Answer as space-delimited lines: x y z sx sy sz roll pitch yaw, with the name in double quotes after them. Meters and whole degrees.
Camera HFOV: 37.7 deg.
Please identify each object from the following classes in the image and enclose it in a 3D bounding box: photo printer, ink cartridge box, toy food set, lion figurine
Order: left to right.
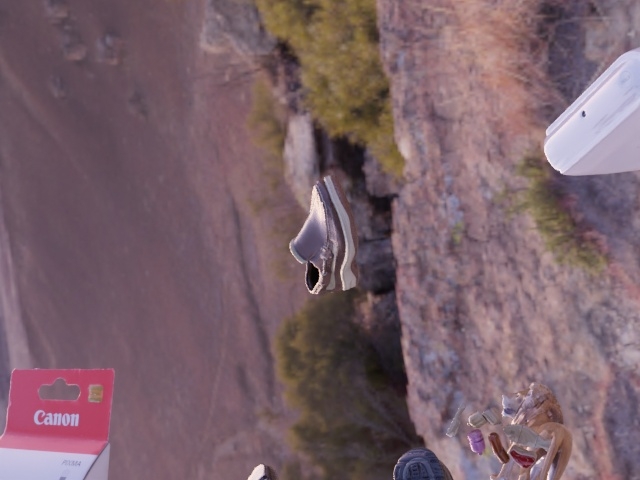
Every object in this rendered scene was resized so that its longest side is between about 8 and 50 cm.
-0.309 0.251 1.017 0.181 0.056 0.225 -5 78 34 "ink cartridge box"
0.228 0.253 1.201 0.122 0.019 0.078 26 119 12 "toy food set"
0.469 0.435 1.985 0.240 0.142 0.392 -62 4 -3 "lion figurine"
0.558 -0.225 1.570 0.307 0.256 0.107 128 132 -58 "photo printer"

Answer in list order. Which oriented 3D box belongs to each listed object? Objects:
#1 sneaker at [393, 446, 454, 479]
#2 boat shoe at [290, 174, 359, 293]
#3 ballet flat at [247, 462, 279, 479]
0.204 0.480 1.506 0.109 0.130 0.286 -19 61 24 "sneaker"
0.003 0.006 1.424 0.257 0.095 0.095 81 169 -52 "boat shoe"
-0.085 0.462 1.572 0.084 0.058 0.250 -49 16 9 "ballet flat"
